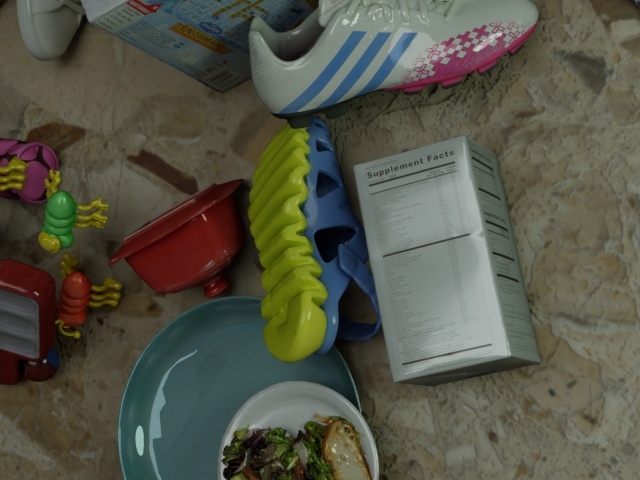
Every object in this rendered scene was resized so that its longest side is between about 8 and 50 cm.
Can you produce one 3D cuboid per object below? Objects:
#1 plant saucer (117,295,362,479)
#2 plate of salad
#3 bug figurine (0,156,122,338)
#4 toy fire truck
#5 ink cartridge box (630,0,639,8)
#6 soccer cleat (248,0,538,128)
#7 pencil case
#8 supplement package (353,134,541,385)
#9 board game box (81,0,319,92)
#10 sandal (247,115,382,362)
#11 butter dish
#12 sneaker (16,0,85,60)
[{"bbox_3d":[-0.092,0.225,1.682,0.317,0.043,0.318,-3,82,22],"label":"plant saucer"},{"bbox_3d":[-0.031,0.258,1.603,0.199,0.048,0.200,-3,82,22],"label":"plate of salad"},{"bbox_3d":[-0.375,-0.008,1.757,0.279,0.072,0.216,27,131,13],"label":"bug figurine"},{"bbox_3d":[-0.442,0.095,1.732,0.253,0.302,0.169,18,56,2],"label":"toy fire truck"},{"bbox_3d":[0.339,-0.313,1.589,0.115,0.029,0.063,42,98,22],"label":"ink cartridge box"},{"bbox_3d":[0.076,-0.235,1.591,0.331,0.116,0.143,-18,120,5],"label":"soccer cleat"},{"bbox_3d":[-0.448,-0.100,1.847,0.209,0.098,0.095,9,86,23],"label":"pencil case"},{"bbox_3d":[0.140,0.026,1.565,0.139,0.134,0.244,-14,78,20],"label":"supplement package"},{"bbox_3d":[-0.059,-0.298,1.596,0.318,0.318,0.066,-26,73,16],"label":"board game box"},{"bbox_3d":[0.000,0.000,1.643,0.126,0.138,0.317,-41,46,51],"label":"sandal"},{"bbox_3d":[-0.149,0.014,1.697,0.160,0.160,0.118,-29,96,16],"label":"butter dish"},{"bbox_3d":[-0.300,-0.367,1.819,0.123,0.106,0.290,12,85,26],"label":"sneaker"}]
